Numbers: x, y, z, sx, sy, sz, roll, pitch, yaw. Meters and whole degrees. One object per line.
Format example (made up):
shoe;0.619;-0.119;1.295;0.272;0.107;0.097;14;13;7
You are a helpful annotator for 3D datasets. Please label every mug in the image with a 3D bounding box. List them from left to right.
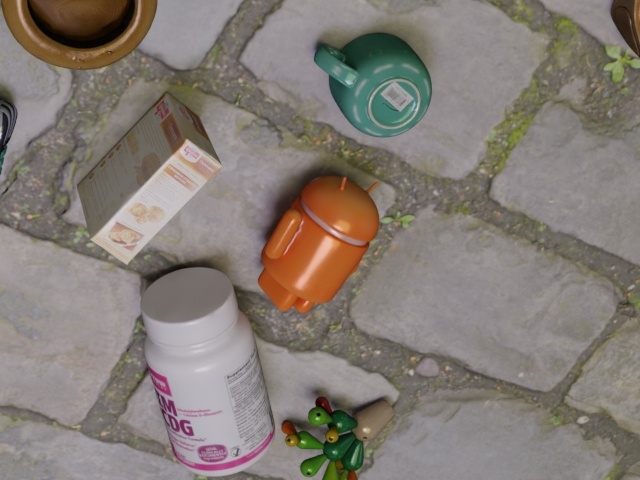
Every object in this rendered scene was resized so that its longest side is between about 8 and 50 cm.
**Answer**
mug;0.073;-0.204;1.818;0.157;0.097;0.130;-9;123;-13

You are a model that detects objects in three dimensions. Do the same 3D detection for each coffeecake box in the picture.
coffeecake box;-0.229;-0.084;1.766;0.185;0.142;0.068;-45;124;12

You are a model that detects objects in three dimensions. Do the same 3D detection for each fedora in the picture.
fedora;-0.300;-0.305;1.645;0.194;0.079;0.194;-12;126;-17

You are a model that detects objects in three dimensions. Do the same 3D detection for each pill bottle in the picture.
pill bottle;-0.166;0.190;1.947;0.160;0.160;0.283;-16;124;-8

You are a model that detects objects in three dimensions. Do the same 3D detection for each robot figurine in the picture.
robot figurine;0.001;0.000;1.906;0.158;0.128;0.219;29;110;-15

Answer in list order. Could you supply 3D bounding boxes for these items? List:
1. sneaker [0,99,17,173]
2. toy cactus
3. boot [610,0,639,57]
sneaker;-0.468;-0.092;1.738;0.098;0.083;0.224;20;110;-5
toy cactus;0.036;0.319;2.147;0.180;0.112;0.219;-34;125;-18
boot;0.484;-0.360;1.875;0.152;0.073;0.197;-27;128;-6
